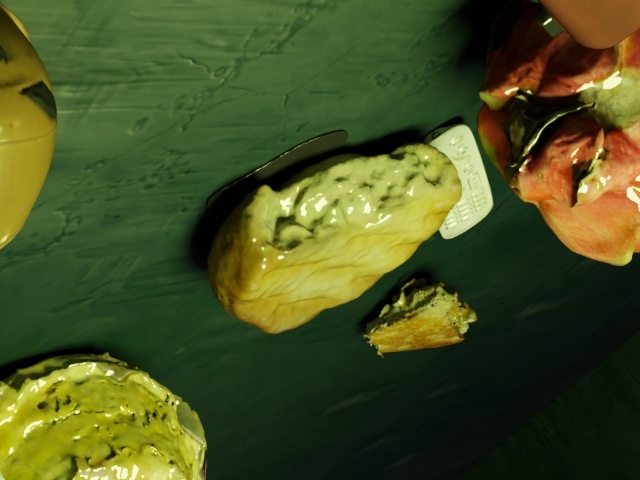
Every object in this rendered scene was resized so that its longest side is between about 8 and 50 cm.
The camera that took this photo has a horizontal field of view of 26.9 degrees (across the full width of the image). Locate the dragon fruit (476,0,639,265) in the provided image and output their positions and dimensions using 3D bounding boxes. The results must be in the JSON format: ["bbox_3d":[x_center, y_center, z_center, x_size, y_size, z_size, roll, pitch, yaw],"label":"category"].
[{"bbox_3d":[0.277,-0.128,1.180,0.305,0.305,0.226,-39,157,16],"label":"dragon fruit"}]

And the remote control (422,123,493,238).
[{"bbox_3d":[0.145,-0.066,1.479,0.073,0.044,0.229,-31,151,1],"label":"remote control"}]

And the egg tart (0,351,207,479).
[{"bbox_3d":[-0.234,0.275,1.340,0.341,0.132,0.341,-13,110,-40],"label":"egg tart"}]

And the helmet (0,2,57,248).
[{"bbox_3d":[-0.237,-0.049,0.762,0.224,0.130,0.198,-2,128,-45],"label":"helmet"}]

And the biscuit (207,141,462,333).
[{"bbox_3d":[-0.001,-0.001,1.338,0.274,0.091,0.213,-18,154,-40],"label":"biscuit"}]

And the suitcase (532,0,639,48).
[{"bbox_3d":[0.199,-0.272,0.911,0.236,0.161,0.297,-39,158,14],"label":"suitcase"}]

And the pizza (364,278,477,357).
[{"bbox_3d":[0.127,0.098,1.801,0.147,0.069,0.226,-14,160,12],"label":"pizza"}]

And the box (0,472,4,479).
[{"bbox_3d":[-0.407,0.259,1.080,0.203,0.116,0.274,19,106,-33],"label":"box"}]

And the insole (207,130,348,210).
[{"bbox_3d":[-0.039,-0.067,1.258,0.152,0.002,0.053,-29,160,-11],"label":"insole"}]
